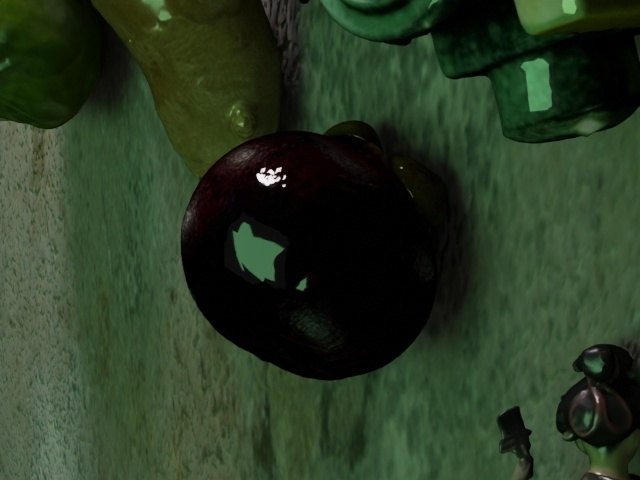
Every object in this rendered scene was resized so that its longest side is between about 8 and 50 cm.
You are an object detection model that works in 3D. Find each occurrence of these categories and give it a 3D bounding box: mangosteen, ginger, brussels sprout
[{"bbox_3d":[0.000,0.000,0.683,0.152,0.152,0.153,25,121,51],"label":"mangosteen"},{"bbox_3d":[-0.143,-0.230,0.747,0.348,0.122,0.363,46,166,22],"label":"ginger"},{"bbox_3d":[-0.248,-0.172,0.986,0.161,0.144,0.180,46,144,-22],"label":"brussels sprout"}]

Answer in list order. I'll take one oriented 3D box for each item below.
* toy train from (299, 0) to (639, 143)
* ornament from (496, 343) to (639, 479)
[{"bbox_3d":[0.089,-0.242,0.446,0.253,0.160,0.397,-15,89,49],"label":"toy train"},{"bbox_3d":[0.118,0.148,0.583,0.153,0.166,0.196,97,-175,-78],"label":"ornament"}]
